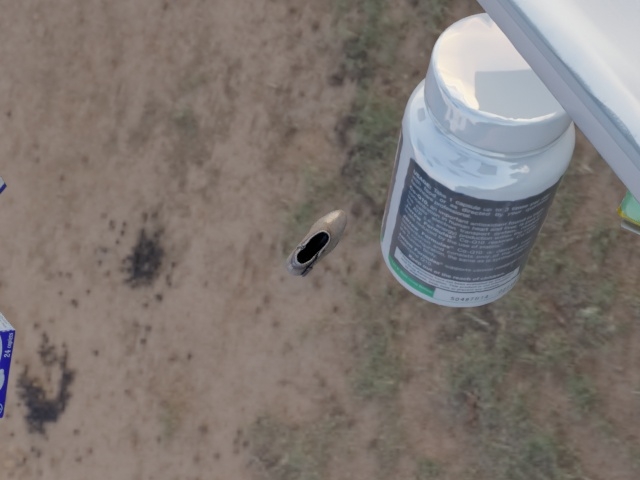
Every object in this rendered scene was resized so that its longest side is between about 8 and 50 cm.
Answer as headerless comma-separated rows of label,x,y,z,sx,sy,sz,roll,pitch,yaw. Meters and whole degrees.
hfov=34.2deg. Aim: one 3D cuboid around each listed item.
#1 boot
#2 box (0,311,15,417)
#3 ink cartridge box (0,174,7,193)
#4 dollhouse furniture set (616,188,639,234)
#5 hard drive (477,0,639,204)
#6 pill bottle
boot,0.000,0.000,1.331,0.118,0.042,0.087,-52,0,-13
box,-0.437,0.148,1.206,0.072,0.137,0.126,35,119,43
ink cartridge box,-0.497,-0.151,1.152,0.069,0.371,0.175,-1,40,28
dollhouse furniture set,0.383,-0.009,1.116,0.152,0.058,0.076,28,140,25
hard drive,0.200,-0.149,0.511,0.233,0.047,0.353,-21,41,0
pill bottle,0.193,-0.089,1.282,0.361,0.204,0.204,97,156,-56
